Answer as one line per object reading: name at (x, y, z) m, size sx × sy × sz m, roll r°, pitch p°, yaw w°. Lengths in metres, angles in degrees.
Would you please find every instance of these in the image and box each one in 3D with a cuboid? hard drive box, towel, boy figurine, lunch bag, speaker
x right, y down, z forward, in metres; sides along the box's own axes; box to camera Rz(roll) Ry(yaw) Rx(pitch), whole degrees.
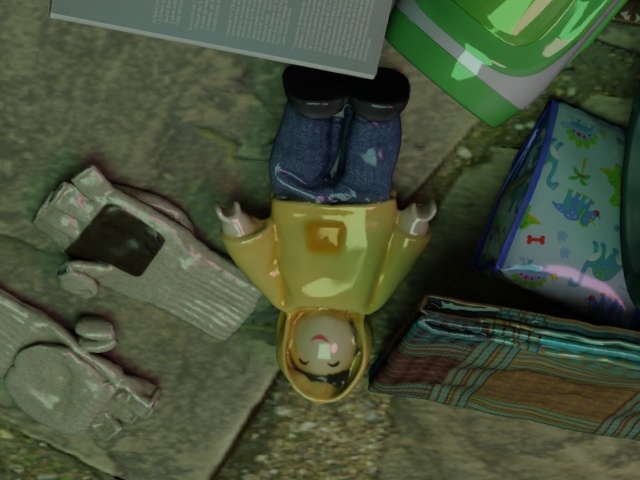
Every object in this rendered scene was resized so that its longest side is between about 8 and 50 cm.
hard drive box at (-0.064, -0.212, 1.368) m, size 0.232 × 0.181 × 0.089 m, roll 11°, pitch 120°, yaw -3°
towel at (0.236, 0.121, 1.532) m, size 0.370 × 0.040 × 0.271 m, roll 10°, pitch 162°, yaw -4°
boy figurine at (0.000, 0.000, 1.536) m, size 0.177 × 0.092 × 0.285 m, roll 5°, pitch 116°, yaw -5°
lunch bag at (0.209, -0.020, 1.517) m, size 0.129 × 0.096 × 0.151 m, roll 23°, pitch 88°, yaw -11°
speaker at (0.178, -0.226, 1.352) m, size 0.131 × 0.131 × 0.296 m, roll 37°, pitch 99°, yaw -17°

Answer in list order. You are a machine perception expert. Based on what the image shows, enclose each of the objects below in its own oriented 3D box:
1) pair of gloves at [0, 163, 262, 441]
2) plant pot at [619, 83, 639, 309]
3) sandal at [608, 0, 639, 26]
pair of gloves at (-0.190, 0.062, 1.604) m, size 0.204 × 0.042 × 0.240 m, roll 39°, pitch 114°, yaw -18°
plant pot at (0.358, -0.034, 1.396) m, size 0.255 × 0.271 × 0.271 m, roll 4°, pitch 119°, yaw -2°
sandal at (0.201, -0.197, 1.440) m, size 0.180 × 0.049 × 0.072 m, roll 13°, pitch 94°, yaw 4°
